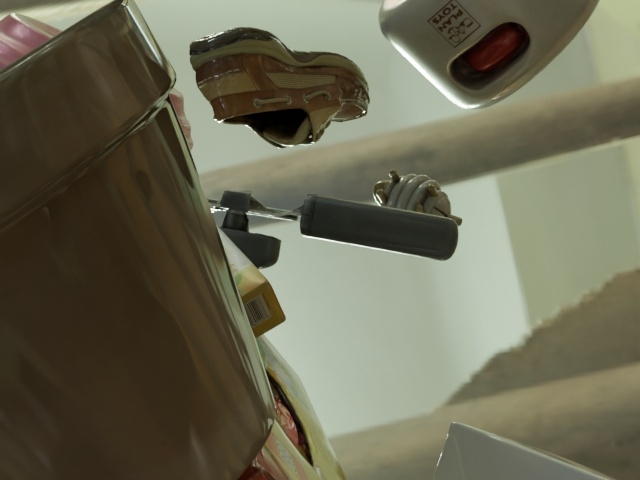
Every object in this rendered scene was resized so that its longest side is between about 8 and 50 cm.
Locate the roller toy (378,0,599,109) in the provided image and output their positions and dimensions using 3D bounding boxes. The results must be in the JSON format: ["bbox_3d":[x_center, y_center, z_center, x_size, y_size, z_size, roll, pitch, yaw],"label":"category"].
[{"bbox_3d":[0.156,-0.234,1.202,0.146,0.209,0.191,41,-97,-15],"label":"roller toy"}]

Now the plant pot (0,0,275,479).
[{"bbox_3d":[-0.180,0.046,0.807,0.280,0.323,0.323,57,-143,-16],"label":"plant pot"}]

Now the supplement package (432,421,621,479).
[{"bbox_3d":[0.205,0.292,1.070,0.145,0.262,0.204,22,-95,-28],"label":"supplement package"}]

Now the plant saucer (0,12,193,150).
[{"bbox_3d":[-0.313,-0.214,1.707,0.332,0.332,0.084,17,-79,-53],"label":"plant saucer"}]

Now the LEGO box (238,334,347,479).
[{"bbox_3d":[-0.172,0.265,1.129,0.193,0.372,0.500,51,-179,-20],"label":"LEGO box"}]

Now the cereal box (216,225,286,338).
[{"bbox_3d":[-0.151,0.046,1.079,0.173,0.240,0.047,-30,-60,-10],"label":"cereal box"}]

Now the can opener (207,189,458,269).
[{"bbox_3d":[0.000,0.000,1.346,0.076,0.283,0.095,-14,-65,-85],"label":"can opener"}]

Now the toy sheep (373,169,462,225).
[{"bbox_3d":[0.125,-0.045,1.658,0.091,0.132,0.091,-37,-38,-36],"label":"toy sheep"}]

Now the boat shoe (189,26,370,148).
[{"bbox_3d":[-0.046,-0.171,1.586,0.324,0.123,0.120,6,-108,-56],"label":"boat shoe"}]
